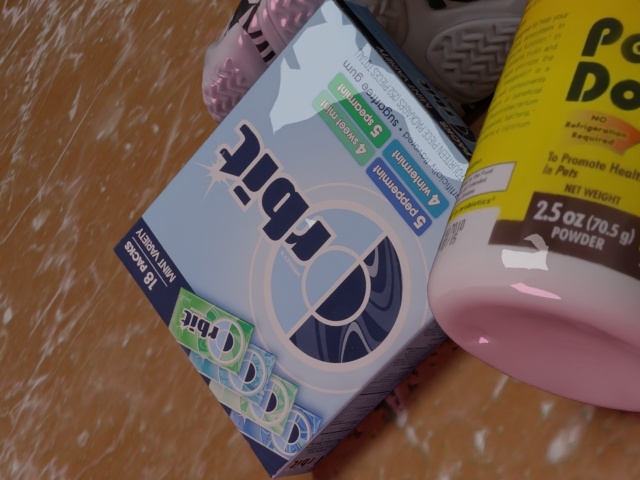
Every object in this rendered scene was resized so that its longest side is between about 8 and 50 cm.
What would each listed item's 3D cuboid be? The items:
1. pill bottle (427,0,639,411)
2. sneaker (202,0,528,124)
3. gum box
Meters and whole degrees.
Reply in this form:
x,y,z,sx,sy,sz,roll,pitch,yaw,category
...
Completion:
x,y,z,sx,sy,sz,roll,pitch,yaw,category
0.127,-0.050,0.591,0.117,0.117,0.215,-11,53,56,pill bottle
0.080,-0.205,0.831,0.366,0.137,0.210,-39,30,26,sneaker
0.000,0.000,0.752,0.184,0.041,0.157,-47,66,21,gum box
